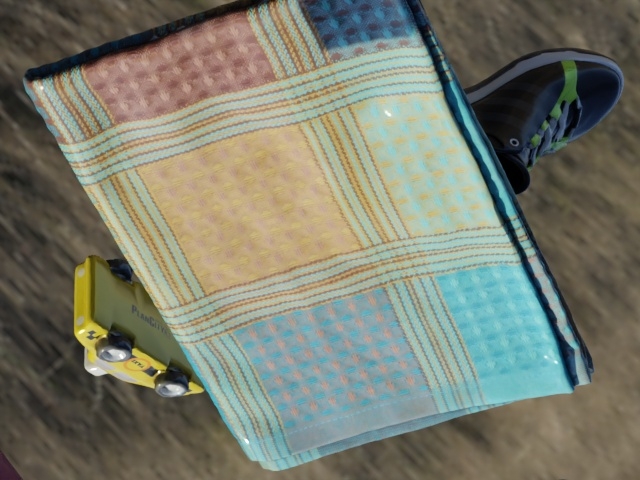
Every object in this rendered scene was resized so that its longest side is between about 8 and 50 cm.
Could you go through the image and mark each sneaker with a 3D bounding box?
[{"bbox_3d":[0.131,-0.063,1.184,0.234,0.097,0.084,-21,135,-21],"label":"sneaker"}]

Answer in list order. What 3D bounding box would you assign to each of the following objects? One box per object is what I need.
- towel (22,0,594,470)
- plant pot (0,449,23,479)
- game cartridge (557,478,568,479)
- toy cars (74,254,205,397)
[{"bbox_3d":[0.000,0.000,1.116,0.271,0.040,0.370,-16,125,18],"label":"towel"},{"bbox_3d":[-0.216,0.158,0.802,0.201,0.180,0.201,-27,130,-37],"label":"plant pot"},{"bbox_3d":[0.147,0.191,1.019,0.017,0.056,0.083,-2,142,-9],"label":"game cartridge"},{"bbox_3d":[-0.160,0.070,1.750,0.087,0.176,0.393,-20,-175,25],"label":"toy cars"}]
